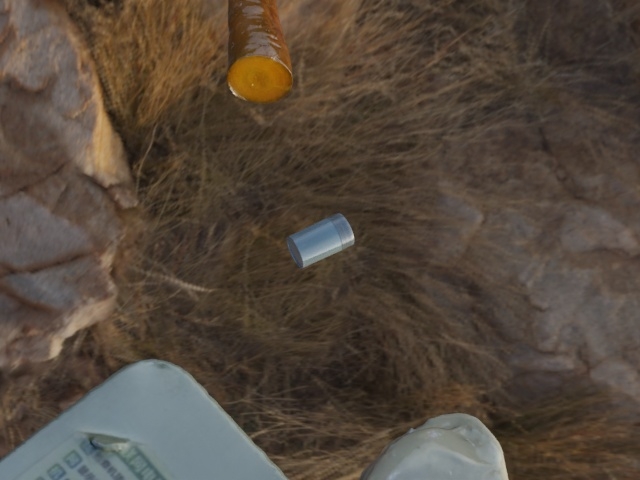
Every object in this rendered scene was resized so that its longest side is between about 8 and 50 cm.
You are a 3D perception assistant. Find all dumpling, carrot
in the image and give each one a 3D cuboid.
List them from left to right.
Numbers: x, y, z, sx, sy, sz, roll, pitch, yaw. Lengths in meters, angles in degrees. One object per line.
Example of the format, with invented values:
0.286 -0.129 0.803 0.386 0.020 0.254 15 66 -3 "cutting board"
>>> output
-0.063 -0.223 0.889 0.057 0.057 0.224 5 54 -18 "carrot"
0.165 0.384 1.360 0.187 0.243 0.318 37 71 -39 "dumpling"

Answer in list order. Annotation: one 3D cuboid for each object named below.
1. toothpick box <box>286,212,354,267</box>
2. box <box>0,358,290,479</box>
0.000 0.000 1.403 0.083 0.052 0.052 -25 90 -16 "toothpick box"
-0.152 0.342 0.804 0.396 0.111 0.396 46 57 9 "box"
